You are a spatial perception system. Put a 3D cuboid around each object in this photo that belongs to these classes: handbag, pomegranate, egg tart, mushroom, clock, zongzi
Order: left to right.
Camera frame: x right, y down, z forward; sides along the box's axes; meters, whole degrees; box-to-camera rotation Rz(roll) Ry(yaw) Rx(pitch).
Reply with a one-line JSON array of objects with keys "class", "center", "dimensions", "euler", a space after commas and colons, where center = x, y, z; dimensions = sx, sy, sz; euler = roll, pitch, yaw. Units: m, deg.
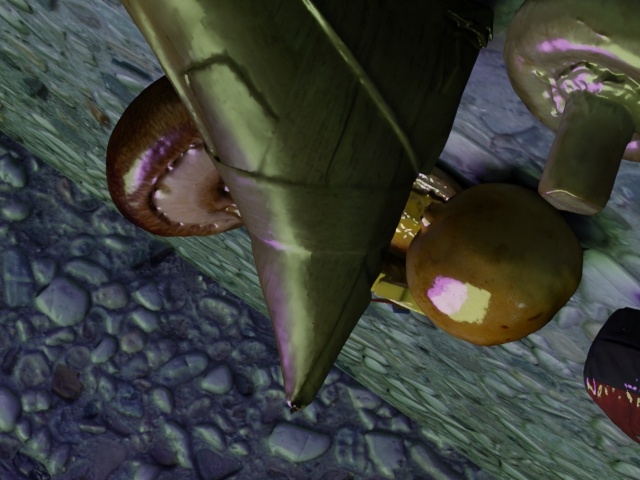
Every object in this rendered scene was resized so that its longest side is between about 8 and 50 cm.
[{"class": "zongzi", "center": [-0.106, -0.132, 0.931], "dimensions": [0.500, 0.467, 0.218], "euler": [29, 163, -25]}, {"class": "mushroom", "center": [-0.149, -0.122, 1.528], "dimensions": [0.259, 0.345, 0.345], "euler": [55, 176, 30]}, {"class": "egg tart", "center": [0.142, -0.028, 1.525], "dimensions": [0.291, 0.107, 0.291], "euler": [33, 164, 11]}, {"class": "clock", "center": [0.170, 0.081, 1.596], "dimensions": [0.277, 0.071, 0.293], "euler": [20, -166, -4]}, {"class": "pomegranate", "center": [0.230, 0.035, 1.324], "dimensions": [0.233, 0.233, 0.233], "euler": [32, 164, 10]}, {"class": "mushroom", "center": [0.245, -0.119, 0.848], "dimensions": [0.207, 0.215, 0.207], "euler": [25, 164, 7]}, {"class": "handbag", "center": [0.501, 0.214, 1.359], "dimensions": [0.254, 0.181, 0.181], "euler": [41, 166, -30]}]
